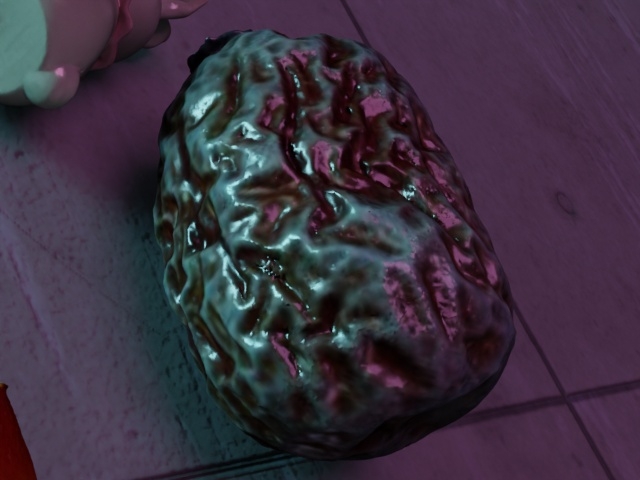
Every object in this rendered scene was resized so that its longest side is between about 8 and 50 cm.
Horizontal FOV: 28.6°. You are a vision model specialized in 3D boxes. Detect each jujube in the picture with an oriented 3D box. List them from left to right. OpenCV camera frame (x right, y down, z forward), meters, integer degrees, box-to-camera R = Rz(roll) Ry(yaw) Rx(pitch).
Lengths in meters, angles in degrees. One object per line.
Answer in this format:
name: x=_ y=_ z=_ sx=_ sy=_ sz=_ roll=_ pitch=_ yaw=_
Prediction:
jujube: x=0.000 y=0.000 z=0.867 sx=0.226 sy=0.226 sz=0.317 roll=11 pitch=46 yaw=-44

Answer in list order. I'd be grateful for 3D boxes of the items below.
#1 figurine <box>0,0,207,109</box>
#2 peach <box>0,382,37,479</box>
figurine: x=-0.187 y=-0.187 z=0.927 sx=0.155 sy=0.127 sz=0.235 roll=39 pitch=28 yaw=3
peach: x=-0.209 y=0.131 z=0.508 sx=0.196 sy=0.190 sz=0.226 roll=25 pitch=44 yaw=-11
